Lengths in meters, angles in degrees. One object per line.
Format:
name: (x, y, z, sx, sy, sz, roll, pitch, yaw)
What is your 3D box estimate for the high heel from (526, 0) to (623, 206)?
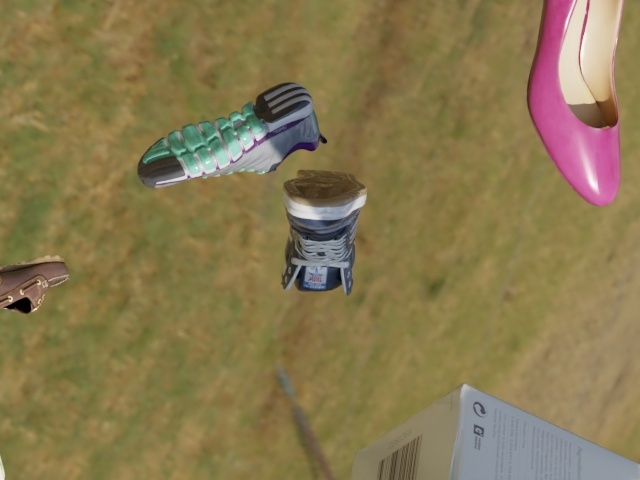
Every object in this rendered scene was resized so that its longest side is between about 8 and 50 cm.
high heel: (0.350, -0.237, 2.148, 0.127, 0.181, 0.377, -17, 90, -41)

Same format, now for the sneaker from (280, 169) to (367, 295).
sneaker: (0.000, 0.000, 2.069, 0.282, 0.099, 0.153, -75, 171, -82)

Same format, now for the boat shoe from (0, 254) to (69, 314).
boat shoe: (-0.411, 0.068, 2.294, 0.073, 0.073, 0.207, -35, 168, 32)

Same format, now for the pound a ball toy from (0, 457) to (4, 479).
pound a ball toy: (-0.546, 0.278, 2.029, 0.319, 0.135, 0.208, -17, -179, -11)

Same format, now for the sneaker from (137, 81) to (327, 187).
sneaker: (-0.101, -0.097, 2.004, 0.224, 0.083, 0.098, -23, 134, 3)

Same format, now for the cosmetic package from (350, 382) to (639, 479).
cosmetic package: (0.239, 0.320, 1.817, 0.217, 0.385, 0.156, -42, -151, 47)
